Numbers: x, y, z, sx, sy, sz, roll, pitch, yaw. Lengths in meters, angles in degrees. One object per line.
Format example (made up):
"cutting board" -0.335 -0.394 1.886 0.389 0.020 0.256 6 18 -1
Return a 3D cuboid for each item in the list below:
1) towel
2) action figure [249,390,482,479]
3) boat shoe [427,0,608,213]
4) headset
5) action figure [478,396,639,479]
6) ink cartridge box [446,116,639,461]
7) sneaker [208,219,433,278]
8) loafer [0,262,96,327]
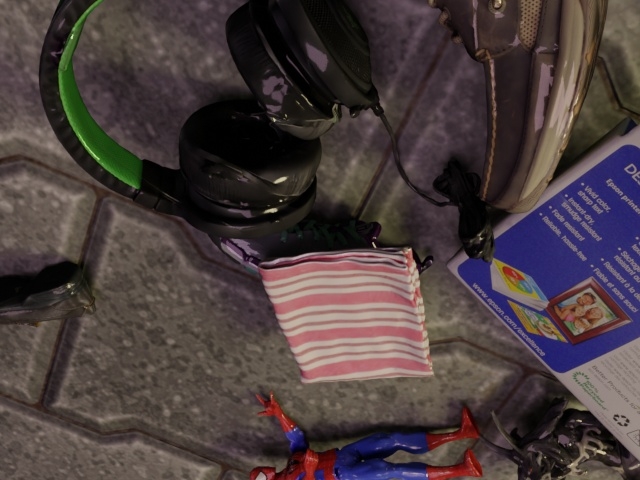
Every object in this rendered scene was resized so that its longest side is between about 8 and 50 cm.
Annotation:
"towel" 0.030 0.082 0.817 0.144 0.029 0.197 -5 135 11
"action figure" 0.028 0.233 0.966 0.281 0.091 0.139 -18 125 20
"boat shoe" 0.151 -0.199 0.633 0.130 0.132 0.355 13 110 18
"headset" -0.033 -0.091 0.701 0.394 0.185 0.243 17 127 -21
"action figure" 0.313 0.258 0.900 0.276 0.141 0.164 10 126 0
"ink cartridge box" 0.305 0.051 0.706 0.303 0.072 0.307 46 140 0
"sneaker" 0.000 0.000 0.831 0.224 0.083 0.098 26 114 -20
"loafer" -0.334 0.076 0.946 0.170 0.062 0.061 -10 126 18
